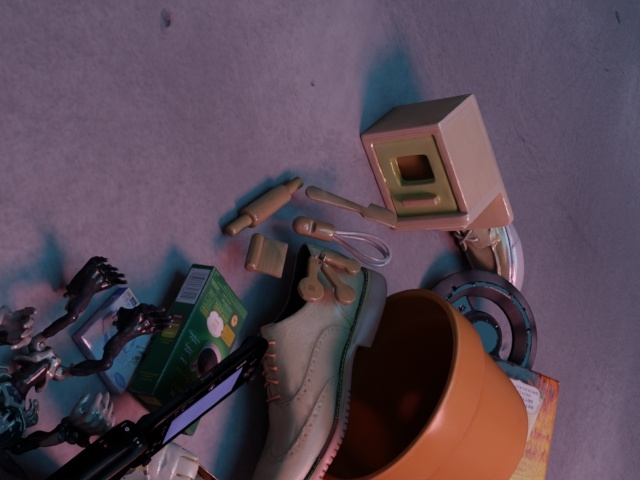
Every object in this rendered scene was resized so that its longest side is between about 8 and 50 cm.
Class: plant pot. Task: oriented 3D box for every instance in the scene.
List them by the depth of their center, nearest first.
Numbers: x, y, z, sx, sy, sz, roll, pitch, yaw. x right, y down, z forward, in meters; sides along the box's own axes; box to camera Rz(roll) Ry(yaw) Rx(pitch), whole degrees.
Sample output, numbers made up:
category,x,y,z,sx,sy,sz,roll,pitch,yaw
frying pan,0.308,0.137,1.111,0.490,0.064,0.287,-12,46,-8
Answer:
category,x,y,z,sx,sy,sz,roll,pitch,yaw
plant pot,0.147,0.240,1.362,0.203,0.290,0.291,35,61,-28

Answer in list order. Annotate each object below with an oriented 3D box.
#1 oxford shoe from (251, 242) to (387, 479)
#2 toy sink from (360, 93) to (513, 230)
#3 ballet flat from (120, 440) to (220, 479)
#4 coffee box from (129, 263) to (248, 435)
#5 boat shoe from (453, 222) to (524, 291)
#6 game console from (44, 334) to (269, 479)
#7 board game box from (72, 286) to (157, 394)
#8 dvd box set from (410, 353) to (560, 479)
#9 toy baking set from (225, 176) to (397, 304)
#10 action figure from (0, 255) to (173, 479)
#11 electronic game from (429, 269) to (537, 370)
category,x,y,z,sx,sy,sz,roll,pitch,yaw
oxford shoe,-0.039,0.187,1.325,0.146,0.140,0.397,32,57,-21
toy sink,0.187,-0.095,1.575,0.131,0.152,0.234,-42,119,-43
ballet flat,-0.161,0.290,1.186,0.221,0.079,0.077,46,53,-37
coffee box,-0.159,0.133,1.214,0.184,0.040,0.113,-68,149,-27
boat shoe,0.269,-0.034,1.721,0.094,0.109,0.303,-15,90,-33
game console,-0.183,0.209,1.048,0.044,0.213,0.361,49,52,6
board game box,-0.235,0.118,1.159,0.090,0.020,0.090,-52,124,-40
dvd box set,0.198,0.371,1.515,0.307,0.062,0.421,22,68,-15
toy baking set,-0.006,-0.004,1.355,0.196,0.030,0.256,39,45,6
action figure,-0.284,0.133,1.005,0.164,0.141,0.276,51,53,-13
electronic game,0.261,0.163,1.654,0.229,0.048,0.229,2,83,-19
